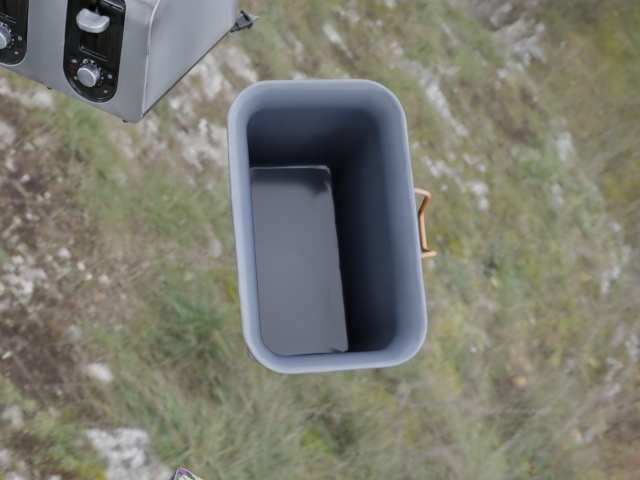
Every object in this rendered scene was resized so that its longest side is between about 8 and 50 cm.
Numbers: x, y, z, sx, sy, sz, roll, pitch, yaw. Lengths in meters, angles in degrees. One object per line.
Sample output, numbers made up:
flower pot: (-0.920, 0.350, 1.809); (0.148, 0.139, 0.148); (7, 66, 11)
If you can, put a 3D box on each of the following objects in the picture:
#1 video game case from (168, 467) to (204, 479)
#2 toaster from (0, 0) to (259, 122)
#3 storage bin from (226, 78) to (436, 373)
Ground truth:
video game case: (-0.036, 0.241, 0.604); (0.210, 0.232, 0.042); (31, 30, -8)
toaster: (-0.155, -0.193, 0.922); (0.168, 0.110, 0.185); (25, 45, 12)
storage bin: (0.000, 0.000, 0.600); (0.098, 0.091, 0.135); (-3, 79, -13)
